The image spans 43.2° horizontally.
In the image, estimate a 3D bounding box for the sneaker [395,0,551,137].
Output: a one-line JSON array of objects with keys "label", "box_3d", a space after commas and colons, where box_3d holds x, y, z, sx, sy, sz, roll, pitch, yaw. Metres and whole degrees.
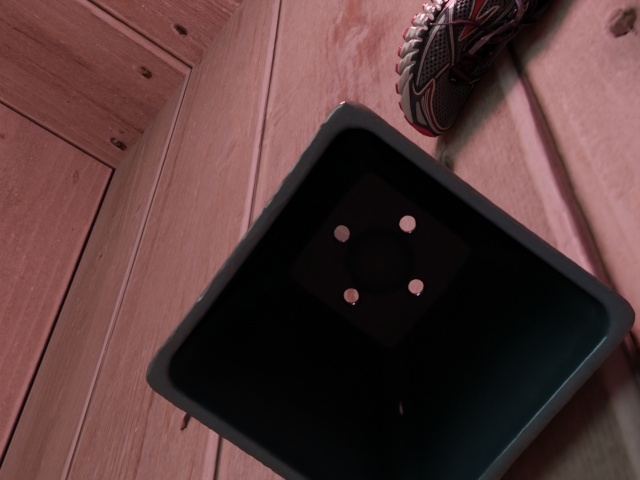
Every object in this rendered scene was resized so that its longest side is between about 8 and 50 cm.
[{"label": "sneaker", "box_3d": [0.189, -0.256, 0.932, 0.112, 0.121, 0.299, 34, 101, 38]}]

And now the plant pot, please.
[{"label": "plant pot", "box_3d": [0.050, 0.047, 0.669, 0.247, 0.248, 0.252, -53, 5, 12]}]

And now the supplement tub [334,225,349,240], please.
[{"label": "supplement tub", "box_3d": [0.000, 0.000, 1.040, 0.107, 0.071, 0.071, -49, 24, 25]}]
